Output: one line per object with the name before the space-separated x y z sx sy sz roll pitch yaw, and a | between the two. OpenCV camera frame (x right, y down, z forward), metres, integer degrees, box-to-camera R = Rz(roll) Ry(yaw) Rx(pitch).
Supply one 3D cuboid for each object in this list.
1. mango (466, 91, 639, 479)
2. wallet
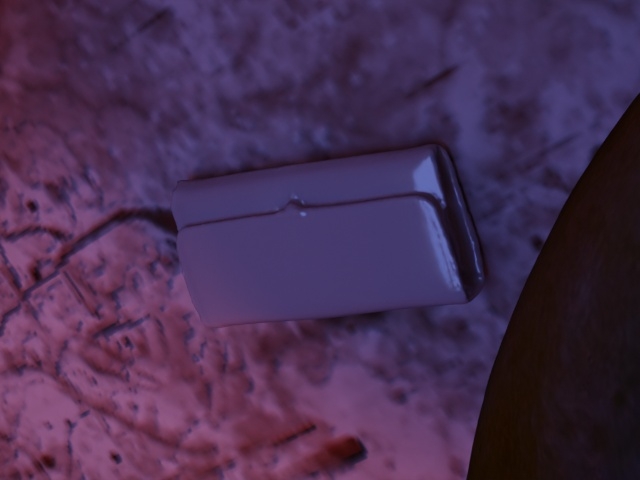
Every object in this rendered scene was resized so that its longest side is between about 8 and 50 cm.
mango | 0.165 0.044 0.532 0.221 0.199 0.384 47 124 25
wallet | 0.000 0.000 0.724 0.122 0.025 0.061 -7 105 36
